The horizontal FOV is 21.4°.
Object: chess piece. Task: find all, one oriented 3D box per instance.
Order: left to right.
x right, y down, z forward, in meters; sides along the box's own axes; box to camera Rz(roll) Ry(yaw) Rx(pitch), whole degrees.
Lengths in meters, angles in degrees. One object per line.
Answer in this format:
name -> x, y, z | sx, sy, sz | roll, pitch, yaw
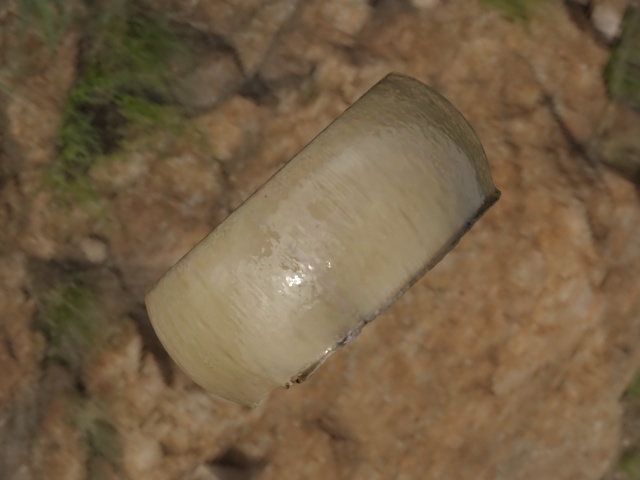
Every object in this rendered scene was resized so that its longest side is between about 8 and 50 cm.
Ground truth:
chess piece -> 0.000, 0.000, 0.375 | 0.083, 0.083, 0.038 | -43, 95, -16
